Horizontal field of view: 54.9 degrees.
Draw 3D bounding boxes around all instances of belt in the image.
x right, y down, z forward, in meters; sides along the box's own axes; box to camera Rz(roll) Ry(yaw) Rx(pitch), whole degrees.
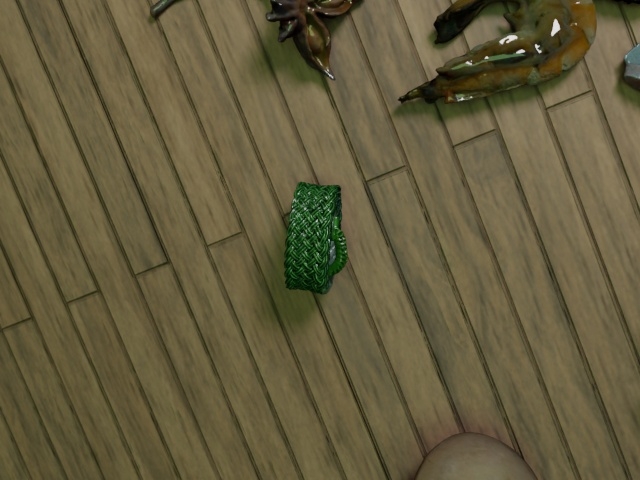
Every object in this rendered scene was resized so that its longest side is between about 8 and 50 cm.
[{"bbox_3d":[0.000,0.000,0.805,0.079,0.121,0.152,9,104,6],"label":"belt"}]

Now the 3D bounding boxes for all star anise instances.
[{"bbox_3d":[-0.084,-0.304,0.832,0.227,0.218,0.148,36,143,43],"label":"star anise"}]

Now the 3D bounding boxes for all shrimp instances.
[{"bbox_3d":[0.210,-0.255,0.763,0.254,0.059,0.145,-11,93,11],"label":"shrimp"}]

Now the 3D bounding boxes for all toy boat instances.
[{"bbox_3d":[0.430,-0.234,0.745,0.096,0.034,0.122,29,93,5],"label":"toy boat"}]

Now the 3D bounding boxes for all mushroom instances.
[{"bbox_3d":[0.185,0.358,0.803,0.204,0.204,0.205,1,98,10],"label":"mushroom"}]

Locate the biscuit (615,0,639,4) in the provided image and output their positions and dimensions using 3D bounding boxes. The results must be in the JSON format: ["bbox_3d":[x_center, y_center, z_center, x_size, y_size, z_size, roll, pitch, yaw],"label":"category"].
[{"bbox_3d":[0.384,-0.375,0.717,0.194,0.053,0.195,1,98,11],"label":"biscuit"}]
